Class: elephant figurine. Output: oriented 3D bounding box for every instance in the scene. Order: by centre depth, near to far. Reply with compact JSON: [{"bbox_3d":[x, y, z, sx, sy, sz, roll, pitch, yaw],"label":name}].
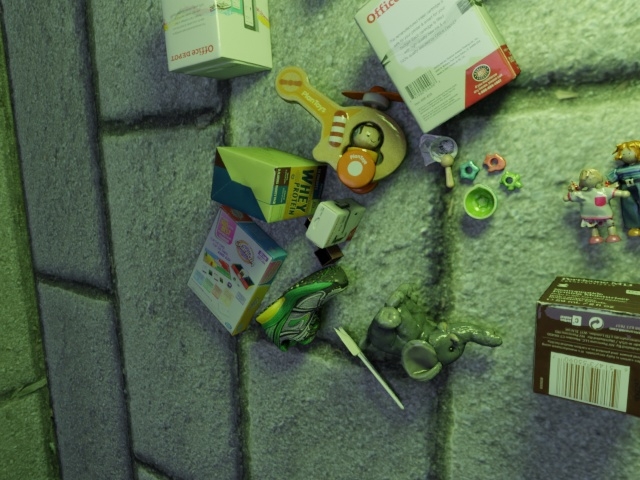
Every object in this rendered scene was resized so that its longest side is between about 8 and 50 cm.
[{"bbox_3d":[0.232,0.223,1.036,0.239,0.169,0.186,37,158,13],"label":"elephant figurine"}]

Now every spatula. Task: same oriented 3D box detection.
[{"bbox_3d":[0.116,0.305,1.139,0.019,0.168,0.242,-38,78,-4],"label":"spatula"}]

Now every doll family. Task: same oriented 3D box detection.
[{"bbox_3d":[0.560,-0.091,0.785,0.263,0.118,0.163,-4,103,54],"label":"doll family"}]

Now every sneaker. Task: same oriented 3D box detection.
[{"bbox_3d":[-0.031,0.181,1.242,0.146,0.134,0.343,53,133,7],"label":"sneaker"}]

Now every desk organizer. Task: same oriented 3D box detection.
[{"bbox_3d":[0.000,0.000,1.216,0.047,0.050,0.130,-38,77,34],"label":"desk organizer"}]

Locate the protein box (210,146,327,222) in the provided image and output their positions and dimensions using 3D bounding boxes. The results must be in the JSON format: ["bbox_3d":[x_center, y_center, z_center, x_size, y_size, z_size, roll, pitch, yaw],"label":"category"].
[{"bbox_3d":[-0.129,-0.147,1.184,0.200,0.201,0.136,22,111,30],"label":"protein box"}]

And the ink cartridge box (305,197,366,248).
[{"bbox_3d":[0.038,-0.043,1.128,0.056,0.135,0.099,36,118,24],"label":"ink cartridge box"}]

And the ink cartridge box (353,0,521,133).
[{"bbox_3d":[0.225,-0.381,0.907,0.197,0.114,0.273,-29,98,35],"label":"ink cartridge box"}]

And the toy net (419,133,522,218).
[{"bbox_3d":[0.296,-0.157,0.980,0.232,0.045,0.122,48,122,18],"label":"toy net"}]

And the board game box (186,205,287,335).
[{"bbox_3d":[-0.260,0.089,1.407,0.242,0.064,0.316,43,120,21],"label":"board game box"}]

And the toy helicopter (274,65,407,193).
[{"bbox_3d":[0.048,-0.286,1.068,0.355,0.140,0.235,41,97,9],"label":"toy helicopter"}]

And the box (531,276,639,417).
[{"bbox_3d":[0.478,0.170,0.817,0.168,0.203,0.167,4,101,34],"label":"box"}]

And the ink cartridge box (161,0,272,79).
[{"bbox_3d":[-0.266,-0.571,1.202,0.198,0.197,0.270,2,100,34],"label":"ink cartridge box"}]
